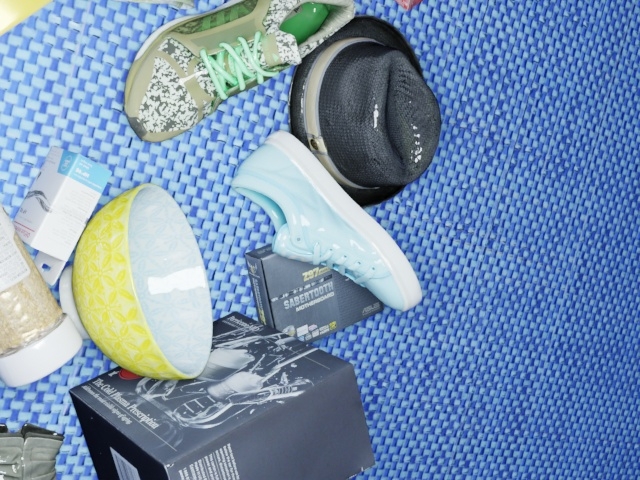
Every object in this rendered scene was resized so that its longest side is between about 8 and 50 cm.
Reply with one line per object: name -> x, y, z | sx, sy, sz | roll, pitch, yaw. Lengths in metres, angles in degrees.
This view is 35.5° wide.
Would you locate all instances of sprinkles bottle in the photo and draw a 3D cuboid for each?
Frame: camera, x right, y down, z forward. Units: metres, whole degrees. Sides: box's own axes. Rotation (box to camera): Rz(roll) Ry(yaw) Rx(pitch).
sprinkles bottle -> -0.452, 0.020, 1.327 | 0.121, 0.121, 0.355 | -34, 109, -25

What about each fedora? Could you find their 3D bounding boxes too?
fedora -> 0.105, -0.210, 1.686 | 0.334, 0.153, 0.333 | -9, 106, -34

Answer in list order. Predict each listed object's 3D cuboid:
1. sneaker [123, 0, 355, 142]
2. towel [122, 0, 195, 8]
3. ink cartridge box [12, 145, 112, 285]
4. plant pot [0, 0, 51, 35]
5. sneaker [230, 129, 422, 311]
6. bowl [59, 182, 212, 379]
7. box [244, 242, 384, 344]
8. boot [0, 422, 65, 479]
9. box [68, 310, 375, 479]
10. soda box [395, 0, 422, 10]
sneaker -> -0.113, -0.286, 1.494 | 0.410, 0.182, 0.158 | -41, 121, -21
towel -> -0.226, -0.495, 1.308 | 0.320, 0.090, 0.374 | -50, 140, -74
ink cartridge box -> -0.377, -0.037, 1.411 | 0.060, 0.104, 0.180 | 31, 82, -36
plant pot -> -0.459, -0.346, 1.201 | 0.254, 0.254, 0.239 | -42, 112, -21
sneaker -> 0.000, 0.000, 1.620 | 0.150, 0.135, 0.366 | -42, 85, -16
bowl -> -0.282, 0.072, 1.453 | 0.156, 0.289, 0.289 | -13, 115, 13
box -> -0.006, 0.073, 1.730 | 0.233, 0.059, 0.183 | -21, 111, -30
boot -> -0.409, 0.365, 1.501 | 0.247, 0.083, 0.161 | 21, 83, -38
box -> -0.152, 0.277, 1.497 | 0.313, 0.343, 0.178 | -24, 113, -30
soda box -> 0.161, -0.502, 1.613 | 0.092, 0.083, 0.263 | -38, 160, -22
